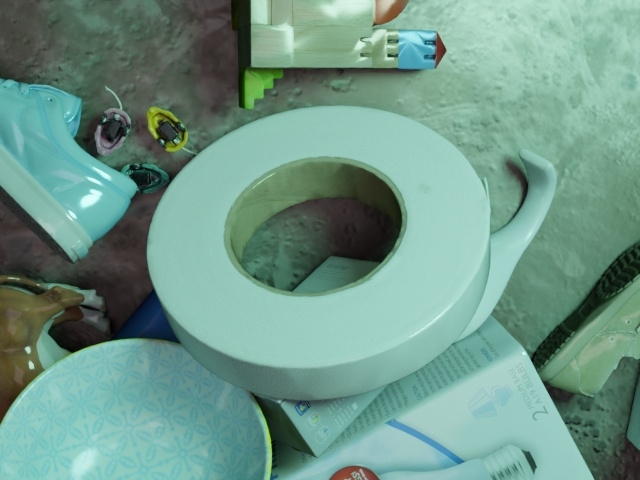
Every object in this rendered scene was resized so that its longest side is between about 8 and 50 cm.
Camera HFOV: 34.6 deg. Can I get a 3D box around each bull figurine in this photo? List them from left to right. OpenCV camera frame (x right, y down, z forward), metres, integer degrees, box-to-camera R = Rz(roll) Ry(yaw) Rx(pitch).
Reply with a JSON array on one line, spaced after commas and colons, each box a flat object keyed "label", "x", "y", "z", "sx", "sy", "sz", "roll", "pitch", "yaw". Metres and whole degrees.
[{"label": "bull figurine", "x": -0.352, "y": 0.192, "z": 1.303, "sx": 0.188, "sy": 0.101, "sz": 0.310, "roll": -7, "pitch": 105, "yaw": -9}]

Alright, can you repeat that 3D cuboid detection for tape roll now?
[{"label": "tape roll", "x": 0.000, "y": 0.000, "z": 1.170, "sx": 0.392, "sy": 0.392, "sz": 0.072, "roll": -11, "pitch": 139, "yaw": 0}]

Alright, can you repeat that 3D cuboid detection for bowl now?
[{"label": "bowl", "x": -0.200, "y": 0.269, "z": 1.123, "sx": 0.290, "sy": 0.156, "sz": 0.289, "roll": 3, "pitch": 54, "yaw": -4}]

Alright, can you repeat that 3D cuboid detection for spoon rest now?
[{"label": "spoon rest", "x": 0.202, "y": 0.017, "z": 1.296, "sx": 0.276, "sy": 0.137, "sz": 0.084, "roll": -50, "pitch": 135, "yaw": -1}]

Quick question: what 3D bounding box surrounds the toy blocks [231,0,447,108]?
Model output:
[{"label": "toy blocks", "x": 0.036, "y": -0.349, "z": 1.217, "sx": 0.261, "sy": 0.191, "sz": 0.381, "roll": -2, "pitch": 99, "yaw": -13}]

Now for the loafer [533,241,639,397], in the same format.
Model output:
[{"label": "loafer", "x": 0.391, "y": 0.096, "z": 1.320, "sx": 0.092, "sy": 0.102, "sz": 0.268, "roll": 41, "pitch": 104, "yaw": -8}]

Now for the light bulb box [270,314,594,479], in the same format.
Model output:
[{"label": "light bulb box", "x": 0.147, "y": 0.336, "z": 1.279, "sx": 0.361, "sy": 0.225, "sz": 0.358, "roll": -30, "pitch": 99, "yaw": 1}]

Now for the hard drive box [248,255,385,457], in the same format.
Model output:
[{"label": "hard drive box", "x": 0.005, "y": 0.127, "z": 1.215, "sx": 0.232, "sy": 0.181, "sz": 0.089, "roll": -43, "pitch": 115, "yaw": -23}]

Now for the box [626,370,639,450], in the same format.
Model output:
[{"label": "box", "x": 0.514, "y": 0.202, "z": 1.325, "sx": 0.181, "sy": 0.119, "sz": 0.181, "roll": 9, "pitch": 98, "yaw": -3}]

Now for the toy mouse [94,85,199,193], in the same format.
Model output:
[{"label": "toy mouse", "x": -0.236, "y": -0.112, "z": 1.296, "sx": 0.143, "sy": 0.031, "sz": 0.161, "roll": -43, "pitch": 95, "yaw": 8}]

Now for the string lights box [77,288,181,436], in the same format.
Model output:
[{"label": "string lights box", "x": -0.190, "y": 0.153, "z": 1.261, "sx": 0.133, "sy": 0.077, "sz": 0.259, "roll": 45, "pitch": 76, "yaw": -24}]

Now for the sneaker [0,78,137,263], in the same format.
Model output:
[{"label": "sneaker", "x": -0.373, "y": -0.145, "z": 1.250, "sx": 0.150, "sy": 0.135, "sz": 0.366, "roll": -44, "pitch": 91, "yaw": -19}]
